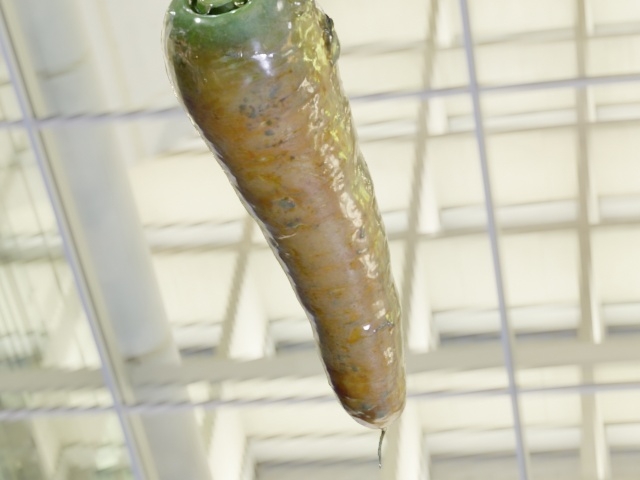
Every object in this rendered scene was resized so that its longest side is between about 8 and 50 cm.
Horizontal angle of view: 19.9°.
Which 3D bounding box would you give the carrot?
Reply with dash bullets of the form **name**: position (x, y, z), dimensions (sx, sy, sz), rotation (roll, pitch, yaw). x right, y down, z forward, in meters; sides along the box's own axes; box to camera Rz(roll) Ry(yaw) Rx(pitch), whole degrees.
- **carrot**: position (0.000, 0.000, 0.875), dimensions (0.078, 0.298, 0.078), rotation (-13, -143, 10)
